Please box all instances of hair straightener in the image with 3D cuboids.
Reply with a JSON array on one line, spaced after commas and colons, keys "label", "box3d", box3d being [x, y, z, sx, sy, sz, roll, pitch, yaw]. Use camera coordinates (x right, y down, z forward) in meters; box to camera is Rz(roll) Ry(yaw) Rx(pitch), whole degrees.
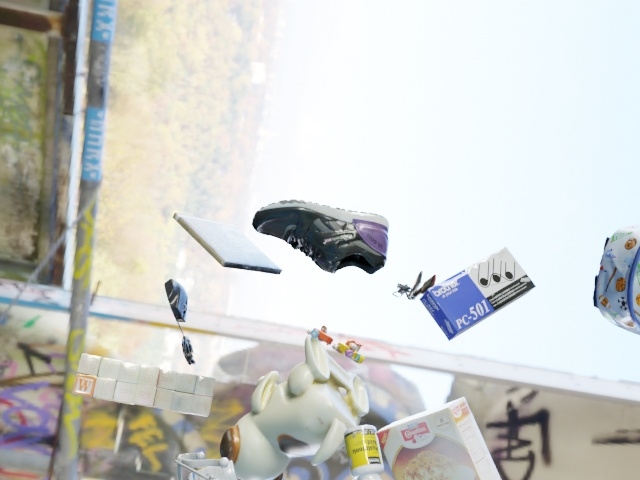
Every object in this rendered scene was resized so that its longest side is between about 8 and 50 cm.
[{"label": "hair straightener", "box3d": [0.263, 0.132, 2.258, 0.230, 0.089, 0.047, 126, -21, -72]}]

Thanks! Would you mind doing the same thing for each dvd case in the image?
[{"label": "dvd case", "box3d": [-0.203, 0.006, 1.683, 0.221, 0.165, 0.018, 38, -71, 41]}]

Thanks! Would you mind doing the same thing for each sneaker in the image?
[{"label": "sneaker", "box3d": [0.000, 0.000, 1.554, 0.107, 0.284, 0.124, 103, -7, -62]}]

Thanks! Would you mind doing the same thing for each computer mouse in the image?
[{"label": "computer mouse", "box3d": [-0.291, 0.170, 1.649, 0.071, 0.041, 0.242, 80, -11, -47]}]

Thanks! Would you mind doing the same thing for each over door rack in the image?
[{"label": "over door rack", "box3d": [-0.222, 0.564, 1.527, 0.324, 0.108, 0.239, 160, -72, -74]}]

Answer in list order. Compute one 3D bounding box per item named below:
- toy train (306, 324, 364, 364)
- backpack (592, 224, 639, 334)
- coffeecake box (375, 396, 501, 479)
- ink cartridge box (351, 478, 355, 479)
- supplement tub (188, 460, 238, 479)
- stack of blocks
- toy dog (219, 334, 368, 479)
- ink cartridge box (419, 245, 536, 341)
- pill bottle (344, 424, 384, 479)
[{"label": "toy train", "box3d": [0.047, 0.246, 1.860, 0.046, 0.125, 0.166, -60, 149, -6]}, {"label": "backpack", "box3d": [0.696, 0.087, 1.559, 0.213, 0.264, 0.276, 174, -76, -71]}, {"label": "coffeecake box", "box3d": [0.192, 0.360, 1.208, 0.068, 0.142, 0.185, -8, 72, -57]}, {"label": "ink cartridge box", "box3d": [0.129, 0.616, 1.805, 0.067, 0.115, 0.198, -56, 156, -18]}, {"label": "supplement tub", "box3d": [-0.249, 0.564, 1.803, 0.071, 0.107, 0.070, 165, -90, -83]}, {"label": "stack of blocks", "box3d": [-0.392, 0.330, 1.738, 0.171, 0.297, 0.087, 134, -33, -72]}, {"label": "toy dog", "box3d": [-0.083, 0.544, 2.205, 0.408, 0.284, 0.395, -36, -143, 17]}, {"label": "ink cartridge box", "box3d": [0.293, 0.097, 1.429, 0.097, 0.207, 0.046, 55, -29, 16]}, {"label": "pill bottle", "box3d": [0.085, 0.416, 1.463, 0.065, 0.065, 0.116, 106, -23, -57]}]
